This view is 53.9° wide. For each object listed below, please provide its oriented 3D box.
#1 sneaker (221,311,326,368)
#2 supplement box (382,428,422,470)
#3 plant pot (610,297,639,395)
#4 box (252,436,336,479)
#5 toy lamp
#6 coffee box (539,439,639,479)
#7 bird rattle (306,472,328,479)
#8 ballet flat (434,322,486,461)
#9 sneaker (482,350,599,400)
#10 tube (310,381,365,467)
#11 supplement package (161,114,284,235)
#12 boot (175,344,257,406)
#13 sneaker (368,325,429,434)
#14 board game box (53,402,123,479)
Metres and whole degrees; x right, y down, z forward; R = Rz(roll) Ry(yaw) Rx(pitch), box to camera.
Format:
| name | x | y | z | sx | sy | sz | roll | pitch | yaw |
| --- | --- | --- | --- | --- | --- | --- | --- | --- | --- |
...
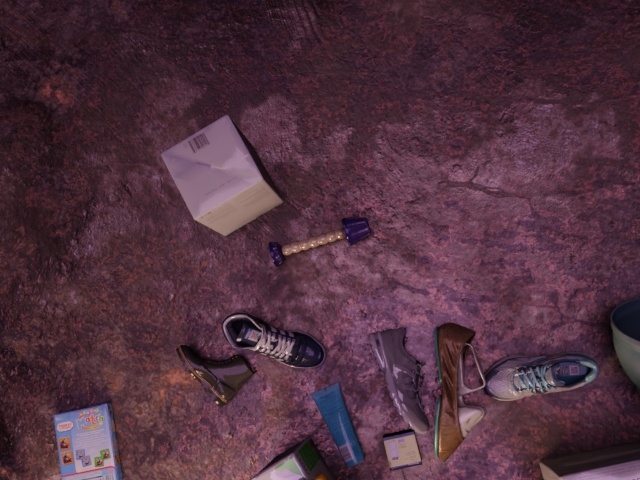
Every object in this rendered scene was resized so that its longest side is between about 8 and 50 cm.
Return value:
| name | x | y | z | sx | sy | sz | roll | pitch | yaw |
| --- | --- | --- | --- | --- | --- | --- | --- | --- | --- |
| sneaker | -0.126 | 0.262 | 1.636 | 0.282 | 0.153 | 0.099 | 21 | 86 | 11 |
| supplement box | 0.208 | 0.530 | 1.597 | 0.083 | 0.056 | 0.083 | -14 | 80 | 6 |
| plant pot | 0.829 | 0.273 | 1.454 | 0.293 | 0.293 | 0.196 | -5 | 107 | 7 |
| box | -0.030 | 0.639 | 1.528 | 0.126 | 0.231 | 0.262 | -33 | 78 | 2 |
| toy lamp | 0.000 | 0.000 | 1.696 | 0.274 | 0.080 | 0.080 | -19 | 79 | 6 |
| coffee box | 0.705 | 0.627 | 1.354 | 0.337 | 0.338 | 0.335 | -14 | 74 | 7 |
| bird rattle | -0.009 | 0.633 | 1.371 | 0.253 | 0.143 | 0.207 | -38 | 67 | 10 |
| ballet flat | 0.349 | 0.377 | 1.569 | 0.124 | 0.116 | 0.343 | -2 | 76 | 23 |
| sneaker | 0.540 | 0.327 | 1.546 | 0.282 | 0.122 | 0.110 | -14 | 80 | 6 |
| tube | 0.050 | 0.480 | 1.635 | 0.080 | 0.052 | 0.207 | -24 | 74 | -1 |
| supplement package | -0.249 | -0.161 | 1.660 | 0.199 | 0.263 | 0.198 | -30 | 78 | 3 |
| boot | -0.280 | 0.328 | 1.697 | 0.137 | 0.077 | 0.198 | -41 | 91 | -4 |
| sneaker | 0.221 | 0.350 | 1.597 | 0.115 | 0.105 | 0.281 | -23 | 79 | 4 |
| board game box | -0.637 | 0.567 | 1.723 | 0.160 | 0.039 | 0.212 | -13 | 81 | 6 |
